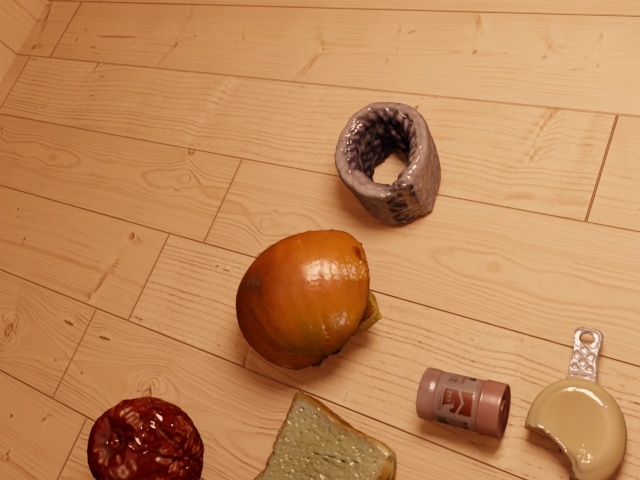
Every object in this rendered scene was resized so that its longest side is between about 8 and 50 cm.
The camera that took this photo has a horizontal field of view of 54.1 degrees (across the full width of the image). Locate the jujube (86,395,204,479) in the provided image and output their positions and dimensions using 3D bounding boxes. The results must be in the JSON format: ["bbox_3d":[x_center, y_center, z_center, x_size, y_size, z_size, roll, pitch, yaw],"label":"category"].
[{"bbox_3d":[-0.349,0.434,1.288,0.212,0.232,0.213,-11,58,19],"label":"jujube"}]

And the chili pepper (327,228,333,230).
[{"bbox_3d":[0.000,0.000,1.449,0.083,0.022,0.027,-31,59,15],"label":"chili pepper"}]

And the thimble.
[{"bbox_3d":[0.155,-0.167,1.375,0.217,0.157,0.246,-25,58,16],"label":"thimble"}]

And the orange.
[{"bbox_3d":[-0.037,0.115,1.278,0.309,0.274,0.275,-17,61,11],"label":"orange"}]

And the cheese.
[{"bbox_3d":[0.459,0.281,1.066,0.163,0.071,0.249,29,81,33],"label":"cheese"}]

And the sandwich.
[{"bbox_3d":[-0.004,0.467,1.189,0.248,0.095,0.273,24,78,29],"label":"sandwich"}]

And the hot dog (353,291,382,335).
[{"bbox_3d":[0.041,0.138,1.325,0.261,0.093,0.123,22,86,47],"label":"hot dog"}]

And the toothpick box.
[{"bbox_3d":[0.260,0.294,1.139,0.148,0.098,0.099,7,70,29],"label":"toothpick box"}]
